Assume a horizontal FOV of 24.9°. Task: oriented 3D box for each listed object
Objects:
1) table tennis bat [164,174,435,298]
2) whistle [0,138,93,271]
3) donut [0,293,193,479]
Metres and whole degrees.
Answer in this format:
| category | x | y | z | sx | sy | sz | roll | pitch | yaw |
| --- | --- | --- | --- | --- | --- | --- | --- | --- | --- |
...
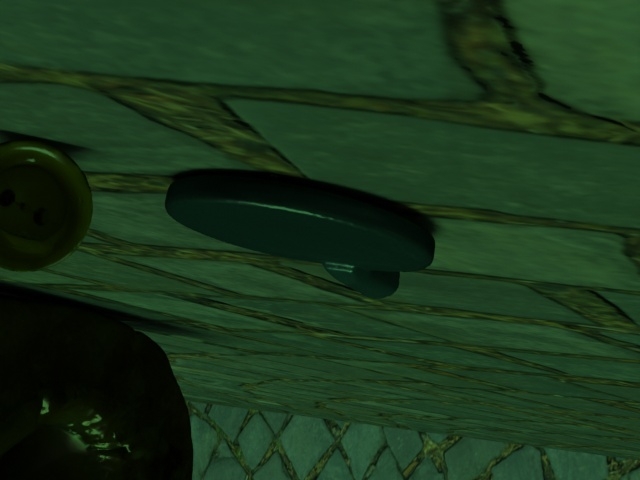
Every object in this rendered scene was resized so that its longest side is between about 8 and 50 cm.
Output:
| category | x | y | z | sx | sy | sz | roll | pitch | yaw |
| --- | --- | --- | --- | --- | --- | --- | --- | --- | --- |
| table tennis bat | 0.000 | 0.000 | 0.561 | 0.100 | 0.019 | 0.155 | 6 | 169 | 22 |
| whistle | -0.123 | -0.012 | 0.543 | 0.057 | 0.046 | 0.109 | -3 | -178 | -18 |
| donut | -0.265 | 0.208 | 1.164 | 0.170 | 0.360 | 0.360 | 7 | 171 | 40 |
